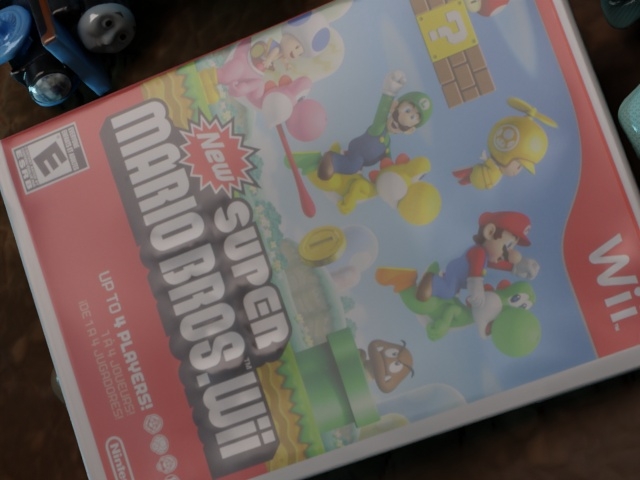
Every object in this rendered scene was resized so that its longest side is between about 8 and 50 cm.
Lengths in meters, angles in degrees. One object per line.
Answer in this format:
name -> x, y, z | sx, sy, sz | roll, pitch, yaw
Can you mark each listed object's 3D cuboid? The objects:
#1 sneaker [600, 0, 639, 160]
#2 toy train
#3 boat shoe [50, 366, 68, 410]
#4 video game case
sneaker -> 0.170, -0.160, 0.632 | 0.122, 0.110, 0.283 | -18, 59, 34
toy train -> -0.176, -0.171, 0.918 | 0.105, 0.080, 0.184 | -33, 52, 13
boat shoe -> -0.015, 0.021, 0.707 | 0.257, 0.095, 0.095 | -45, 73, 9
video game case -> 0.000, 0.000, 0.643 | 0.285, 0.025, 0.204 | -21, 82, 13
